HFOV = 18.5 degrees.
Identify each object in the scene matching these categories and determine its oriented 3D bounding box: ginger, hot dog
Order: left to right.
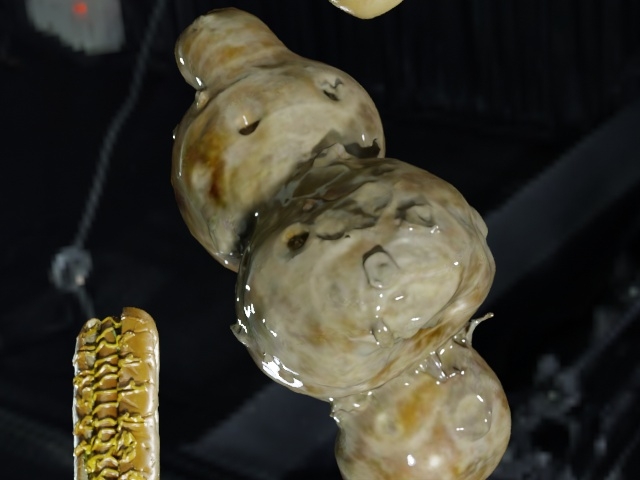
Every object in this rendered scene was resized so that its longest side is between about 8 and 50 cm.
[{"bbox_3d":[-0.152,0.130,1.456,0.071,0.045,0.165,-16,-122,22],"label":"hot dog"},{"bbox_3d":[0.000,0.000,1.336,0.176,0.256,0.375,-27,-118,-11],"label":"ginger"}]

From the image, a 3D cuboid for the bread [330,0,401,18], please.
[{"bbox_3d":[-0.029,-0.231,1.187,0.225,0.081,0.134,27,-128,2],"label":"bread"}]
